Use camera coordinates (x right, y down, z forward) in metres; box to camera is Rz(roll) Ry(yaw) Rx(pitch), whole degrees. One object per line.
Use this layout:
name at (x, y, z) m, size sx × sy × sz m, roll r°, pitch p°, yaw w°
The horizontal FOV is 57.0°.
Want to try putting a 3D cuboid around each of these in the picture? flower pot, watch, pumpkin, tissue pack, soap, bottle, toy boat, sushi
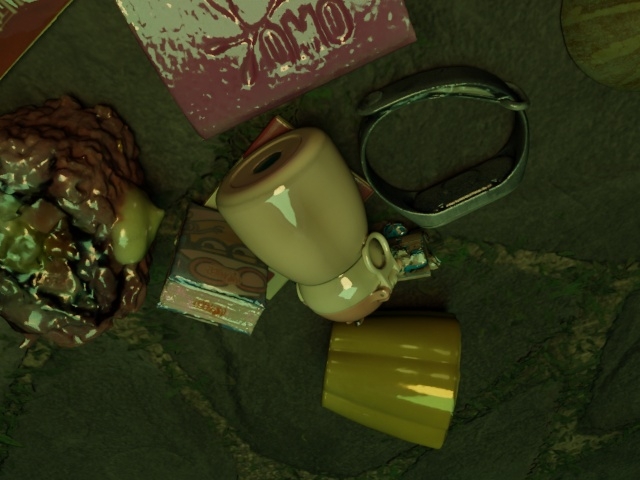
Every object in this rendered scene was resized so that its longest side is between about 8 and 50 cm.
flower pot at (0.098, 0.186, 0.858) m, size 0.179 × 0.195 × 0.195 m, roll 9°, pitch 125°, yaw 5°
watch at (0.151, -0.116, 0.707) m, size 0.206 × 0.068 × 0.193 m, roll -24°, pitch 124°, yaw 15°
pumpkin at (0.375, -0.250, 0.609) m, size 0.217 × 0.110 × 0.217 m, roll -1°, pitch 119°, yaw -2°
tissue pack at (-0.123, 0.031, 0.710) m, size 0.116 × 0.155 × 0.065 m, roll 19°, pitch 123°, yaw -13°
soap at (-0.050, -0.236, 0.595) m, size 0.259 × 0.081 × 0.181 m, roll -21°, pitch 124°, yaw 10°
bottle at (0.000, 0.000, 0.690) m, size 0.148 × 0.147 × 0.236 m, roll -27°, pitch 117°, yaw 15°
toy boat at (0.055, 0.032, 0.804) m, size 0.210 × 0.084 × 0.066 m, roll -15°, pitch 121°, yaw 18°
sushi at (-0.298, -0.020, 0.677) m, size 0.237 × 0.171 × 0.270 m, roll 1°, pitch 121°, yaw -5°

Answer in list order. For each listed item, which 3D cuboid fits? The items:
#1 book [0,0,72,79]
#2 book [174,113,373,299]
book at (-0.432, -0.317, 0.543) m, size 0.262 × 0.028 × 0.374 m, roll -37°, pitch 120°, yaw 18°
book at (-0.063, -0.033, 0.775) m, size 0.162 × 0.022 × 0.232 m, roll 34°, pitch 117°, yaw -21°
